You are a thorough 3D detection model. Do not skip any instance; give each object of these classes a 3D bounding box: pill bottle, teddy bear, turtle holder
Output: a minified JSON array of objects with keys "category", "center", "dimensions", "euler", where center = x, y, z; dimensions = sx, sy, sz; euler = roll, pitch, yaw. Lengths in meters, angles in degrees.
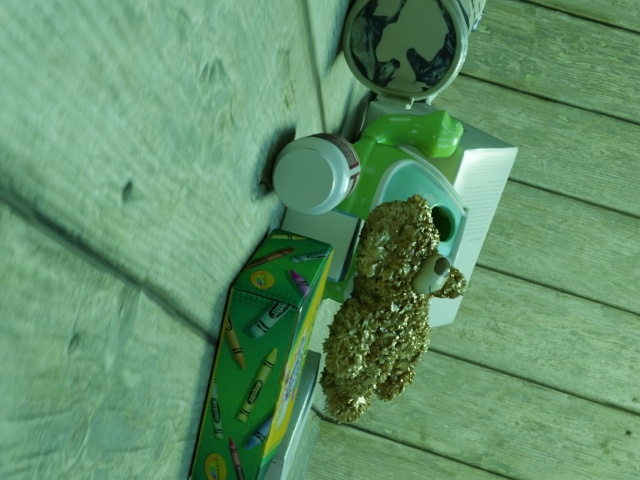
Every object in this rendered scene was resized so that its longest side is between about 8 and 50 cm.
[{"category":"pill bottle","center":[-0.006,-0.074,1.157],"dimensions":[0.152,0.086,0.086],"euler":[-41,148,-78]},{"category":"teddy bear","center":[0.098,0.109,1.397],"dimensions":[0.245,0.113,0.338],"euler":[1,121,-44]},{"category":"turtle holder","center":[0.106,-0.035,1.590],"dimensions":[0.320,0.228,0.243],"euler":[-65,169,-50]}]

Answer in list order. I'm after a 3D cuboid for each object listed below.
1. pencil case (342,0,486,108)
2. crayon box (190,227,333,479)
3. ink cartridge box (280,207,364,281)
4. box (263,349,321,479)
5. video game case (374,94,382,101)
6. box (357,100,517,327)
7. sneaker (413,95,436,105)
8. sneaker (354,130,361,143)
[{"category":"pencil case","center":[0.142,-0.311,1.470],"dimensions":[0.410,0.160,0.183],"euler":[-60,151,-64]},{"category":"crayon box","center":[-0.069,0.146,1.225],"dimensions":[0.165,0.081,0.278],"euler":[-60,166,-63]},{"category":"ink cartridge box","center":[0.000,0.000,1.380],"dimensions":[0.143,0.092,0.089],"euler":[18,89,-83]},{"category":"box","center":[-0.069,0.241,1.435],"dimensions":[0.130,0.091,0.170],"euler":[99,10,-53]},{"category":"video game case","center":[0.179,-0.349,1.964],"dimensions":[0.204,0.025,0.285],"euler":[-47,-167,41]},{"category":"box","center":[0.160,-0.043,1.819],"dimensions":[0.168,0.215,0.345],"euler":[-7,122,-48]},{"category":"sneaker","center":[0.183,-0.297,2.212],"dimensions":[0.118,0.110,0.292],"euler":[-63,175,30]},{"category":"sneaker","center":[0.074,-0.150,1.866],"dimensions":[0.043,0.040,0.109],"euler":[-84,-168,-62]}]
